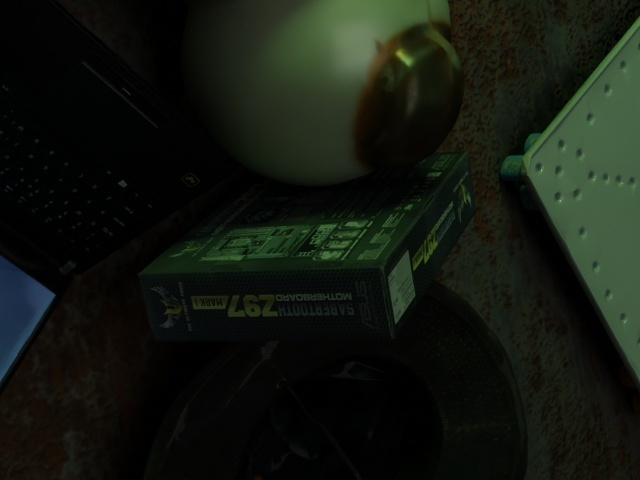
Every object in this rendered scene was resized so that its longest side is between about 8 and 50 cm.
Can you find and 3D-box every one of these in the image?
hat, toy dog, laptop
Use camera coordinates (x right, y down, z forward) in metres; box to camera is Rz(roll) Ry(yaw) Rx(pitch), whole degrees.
[{"bbox_3d":[0.002,0.173,0.932,0.331,0.134,0.331,-4,100,-20],"label":"hat"},{"bbox_3d":[-0.029,-0.231,0.778,0.408,0.284,0.395,66,32,-30],"label":"toy dog"},{"bbox_3d":[-0.231,-0.015,0.735,0.234,0.264,0.136,42,31,-33],"label":"laptop"}]

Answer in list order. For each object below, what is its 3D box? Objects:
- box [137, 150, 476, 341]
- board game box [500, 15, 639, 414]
[{"bbox_3d":[0.000,0.000,0.837,0.233,0.183,0.059,-48,132,-59],"label":"box"},{"bbox_3d":[0.398,-0.056,1.289,0.390,0.050,0.390,-48,118,-27],"label":"board game box"}]
